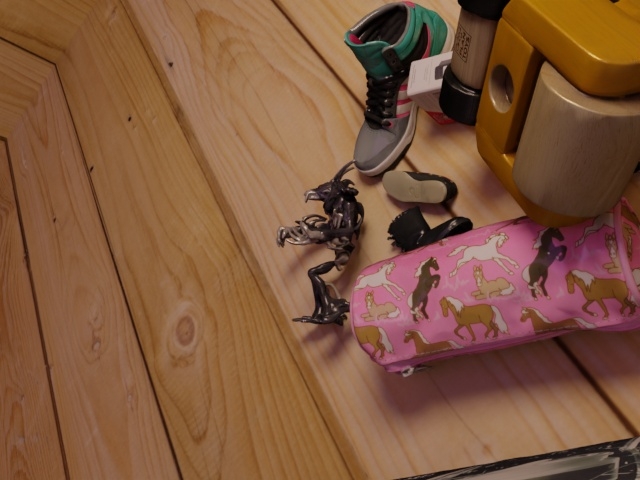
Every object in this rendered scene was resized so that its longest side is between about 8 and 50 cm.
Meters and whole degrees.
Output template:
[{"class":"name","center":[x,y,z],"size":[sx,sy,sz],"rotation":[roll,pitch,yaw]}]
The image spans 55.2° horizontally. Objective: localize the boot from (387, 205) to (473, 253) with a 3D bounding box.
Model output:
[{"class":"boot","center":[0.167,-0.017,0.956],"size":[0.121,0.045,0.099],"rotation":[-45,45,18]}]

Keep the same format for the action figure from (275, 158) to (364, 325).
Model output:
[{"class":"action figure","center":[0.000,0.000,1.016],"size":[0.164,0.141,0.275],"rotation":[139,136,-79]}]

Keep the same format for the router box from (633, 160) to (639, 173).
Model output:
[{"class":"router box","center":[0.376,-0.142,0.818],"size":[0.092,0.038,0.122],"rotation":[-11,68,37]}]

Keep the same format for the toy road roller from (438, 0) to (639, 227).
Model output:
[{"class":"toy road roller","center":[0.298,-0.195,0.693],"size":[0.241,0.202,0.329],"rotation":[-11,48,-10]}]

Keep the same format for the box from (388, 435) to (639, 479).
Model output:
[{"class":"box","center":[0.105,0.389,0.536],"size":[0.480,0.472,0.297],"rotation":[-24,71,30]}]

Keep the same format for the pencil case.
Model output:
[{"class":"pencil case","center":[0.229,0.065,0.795],"size":[0.386,0.160,0.167],"rotation":[-21,99,34]}]

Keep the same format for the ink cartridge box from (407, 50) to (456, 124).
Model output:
[{"class":"ink cartridge box","center":[0.226,-0.237,0.932],"size":[0.150,0.109,0.063],"rotation":[-4,69,40]}]

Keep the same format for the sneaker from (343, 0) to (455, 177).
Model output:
[{"class":"sneaker","center":[0.099,-0.262,1.004],"size":[0.124,0.178,0.295],"rotation":[28,95,43]}]

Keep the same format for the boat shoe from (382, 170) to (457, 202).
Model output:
[{"class":"boat shoe","center":[0.158,-0.087,0.989],"size":[0.133,0.042,0.048],"rotation":[16,111,44]}]
